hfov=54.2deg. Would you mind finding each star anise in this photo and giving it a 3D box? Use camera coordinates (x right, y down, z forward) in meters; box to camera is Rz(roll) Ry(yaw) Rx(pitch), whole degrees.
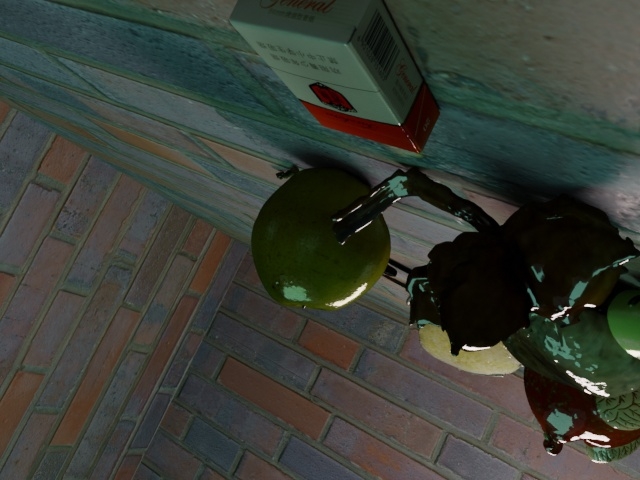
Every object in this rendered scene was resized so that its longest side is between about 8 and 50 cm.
[{"bbox_3d":[0.140,0.017,0.616,0.237,0.148,0.346,-23,-154,-35],"label":"star anise"}]

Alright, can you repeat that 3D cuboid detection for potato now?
[{"bbox_3d":[0.355,0.207,1.425,0.239,0.116,0.299,26,157,13],"label":"potato"}]

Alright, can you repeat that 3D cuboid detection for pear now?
[{"bbox_3d":[0.000,0.000,0.858,0.198,0.198,0.198,26,173,3],"label":"pear"}]

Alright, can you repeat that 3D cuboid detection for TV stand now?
[{"bbox_3d":[0.166,0.071,1.415,0.249,0.042,0.036,28,176,-14],"label":"TV stand"}]

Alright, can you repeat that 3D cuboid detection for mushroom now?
[{"bbox_3d":[0.329,0.128,0.863,0.248,0.130,0.344,21,173,3],"label":"mushroom"}]

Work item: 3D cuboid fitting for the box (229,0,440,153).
[{"bbox_3d":[0.017,-0.124,0.455,0.100,0.048,0.152,25,176,31],"label":"box"}]

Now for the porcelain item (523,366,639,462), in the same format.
[{"bbox_3d":[0.486,0.298,1.160,0.253,0.253,0.253,26,173,3],"label":"porcelain item"}]

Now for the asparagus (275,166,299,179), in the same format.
[{"bbox_3d":[-0.053,-0.106,0.990,0.015,0.014,0.114,62,165,-8],"label":"asparagus"}]

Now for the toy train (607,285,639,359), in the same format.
[{"bbox_3d":[0.385,0.099,0.587,0.157,0.105,0.253,40,170,-5],"label":"toy train"}]

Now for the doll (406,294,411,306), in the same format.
[{"bbox_3d":[0.307,0.194,1.696,0.152,0.085,0.114,35,-166,33],"label":"doll"}]
